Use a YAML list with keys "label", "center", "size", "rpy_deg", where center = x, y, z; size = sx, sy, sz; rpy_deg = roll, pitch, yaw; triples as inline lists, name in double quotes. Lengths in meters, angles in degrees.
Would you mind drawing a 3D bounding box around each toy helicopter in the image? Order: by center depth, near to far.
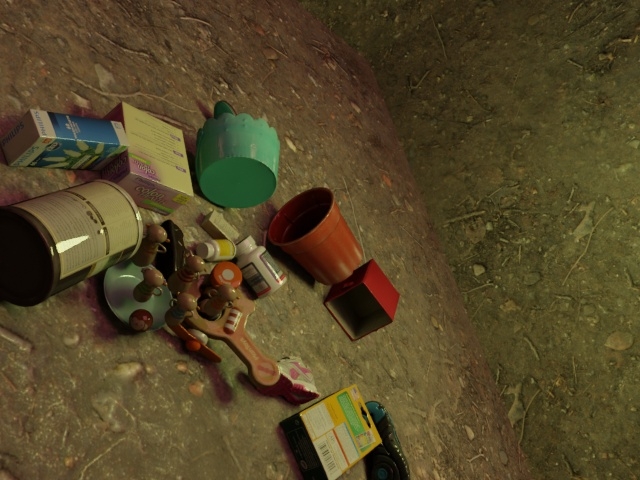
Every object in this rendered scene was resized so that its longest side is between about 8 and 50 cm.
- label: "toy helicopter"
  center: [-0.244, 0.246, 1.597]
  size: [0.355, 0.140, 0.235]
  rpy_deg: [50, 49, 6]

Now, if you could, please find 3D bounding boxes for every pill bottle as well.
- label: "pill bottle"
  center: [-0.307, 0.029, 1.794]
  size: [0.116, 0.065, 0.065]
  rpy_deg: [-1, 64, -60]
- label: "pill bottle"
  center: [-0.196, 0.078, 1.884]
  size: [0.180, 0.108, 0.108]
  rpy_deg: [56, 27, -8]

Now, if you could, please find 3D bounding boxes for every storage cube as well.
- label: "storage cube"
  center: [0.158, 0.218, 2.256]
  size: [0.215, 0.184, 0.193]
  rpy_deg: [52, 27, -12]

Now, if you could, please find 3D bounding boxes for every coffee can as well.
- label: "coffee can"
  center: [-0.540, -0.005, 1.289]
  size: [0.201, 0.202, 0.275]
  rpy_deg: [58, 27, -3]

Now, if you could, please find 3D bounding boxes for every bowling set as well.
- label: "bowling set"
  center: [-0.344, 0.123, 1.420]
  size: [0.287, 0.154, 0.199]
  rpy_deg: [35, 46, -12]

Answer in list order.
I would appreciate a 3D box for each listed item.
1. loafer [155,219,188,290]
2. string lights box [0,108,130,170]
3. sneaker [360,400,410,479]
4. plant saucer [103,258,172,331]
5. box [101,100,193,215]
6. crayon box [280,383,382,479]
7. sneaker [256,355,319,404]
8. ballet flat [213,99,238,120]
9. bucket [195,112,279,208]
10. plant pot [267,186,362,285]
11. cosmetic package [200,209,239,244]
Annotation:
- label: "loafer"
  center: [-0.385, 0.042, 1.634]
  size: [0.078, 0.080, 0.220]
  rpy_deg: [30, 39, -42]
- label: "string lights box"
  center: [-0.610, -0.237, 1.477]
  size: [0.260, 0.133, 0.076]
  rpy_deg: [-7, 70, -60]
- label: "sneaker"
  center: [0.219, 0.684, 1.961]
  size: [0.139, 0.125, 0.340]
  rpy_deg: [43, 34, -67]
- label: "plant saucer"
  center: [-0.447, 0.135, 1.481]
  size: [0.195, 0.037, 0.195]
  rpy_deg: [37, 37, -34]
- label: "box"
  center: [-0.484, -0.221, 1.691]
  size: [0.214, 0.117, 0.242]
  rpy_deg: [22, 44, -50]
- label: "crayon box"
  center: [0.039, 0.569, 1.809]
  size: [0.323, 0.083, 0.203]
  rpy_deg: [-7, 69, -58]
- label: "sneaker"
  center: [-0.106, 0.384, 1.756]
  size: [0.252, 0.103, 0.111]
  rpy_deg: [40, 28, -44]
- label: "ballet flat"
  center: [-0.299, -0.362, 2.182]
  size: [0.280, 0.095, 0.096]
  rpy_deg: [68, 17, -4]
- label: "bucket"
  center: [-0.260, -0.243, 1.932]
  size: [0.281, 0.281, 0.183]
  rpy_deg: [34, 38, -40]
- label: "plant pot"
  center: [0.000, 0.000, 2.151]
  size: [0.265, 0.272, 0.272]
  rpy_deg: [51, 27, -32]
- label: "cosmetic package"
  center: [-0.308, -0.032, 1.880]
  size: [0.115, 0.041, 0.060]
  rpy_deg: [48, 30, -21]
